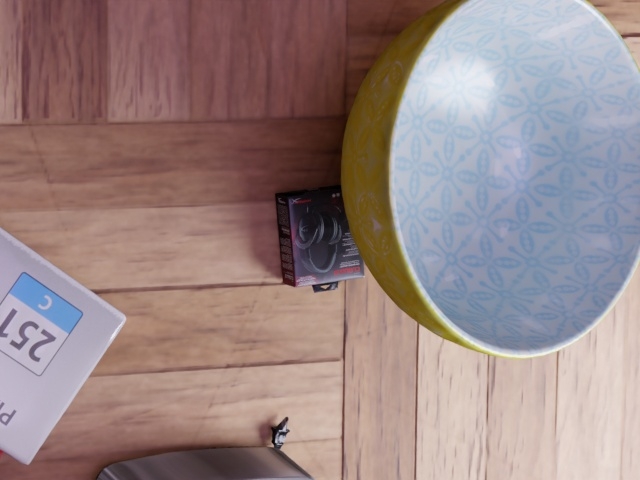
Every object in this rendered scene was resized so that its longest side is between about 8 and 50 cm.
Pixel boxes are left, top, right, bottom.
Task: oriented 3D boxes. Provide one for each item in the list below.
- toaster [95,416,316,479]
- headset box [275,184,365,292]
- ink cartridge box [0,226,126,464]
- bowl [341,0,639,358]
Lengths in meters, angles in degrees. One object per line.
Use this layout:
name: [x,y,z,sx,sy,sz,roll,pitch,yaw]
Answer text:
toaster: [-0.086,0.247,1.529,0.168,0.110,0.185,-4,99,-21]
headset box: [0.000,0.000,1.569,0.062,0.032,0.083,-7,99,-20]
ink cartridge box: [-0.336,0.080,1.433,0.296,0.066,0.261,37,83,-22]
bowl: [0.113,-0.056,1.524,0.289,0.156,0.289,-1,92,-38]
